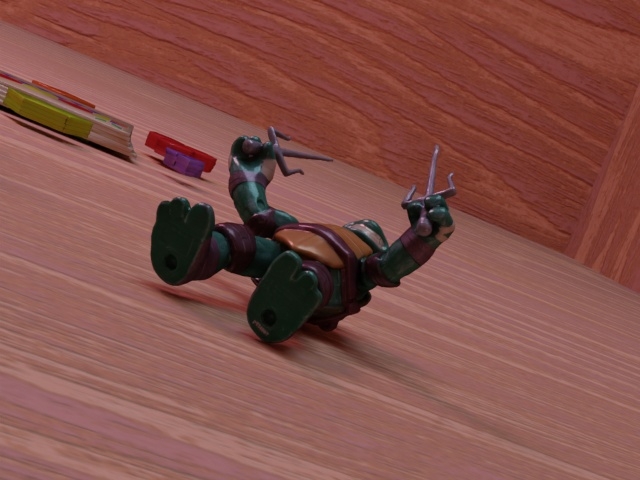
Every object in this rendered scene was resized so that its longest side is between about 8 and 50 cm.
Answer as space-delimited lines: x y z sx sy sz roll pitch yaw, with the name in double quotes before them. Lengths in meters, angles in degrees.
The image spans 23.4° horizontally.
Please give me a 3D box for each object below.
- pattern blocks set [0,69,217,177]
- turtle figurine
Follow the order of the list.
"pattern blocks set" -0.270 -0.133 1.596 0.325 0.026 0.285 24 5 0
"turtle figurine" 0.000 0.000 0.992 0.175 0.118 0.234 10 15 26
